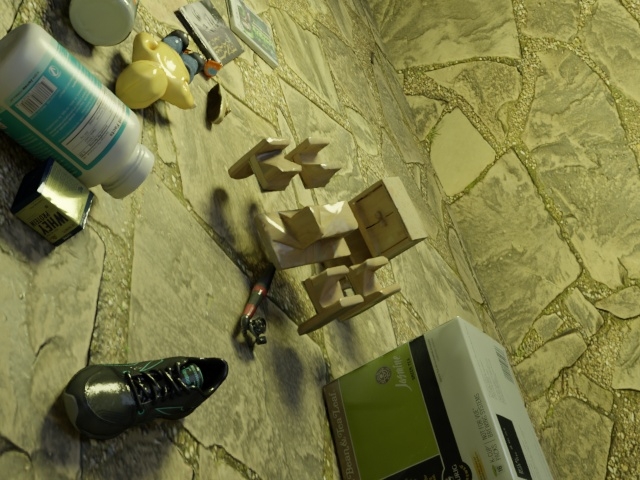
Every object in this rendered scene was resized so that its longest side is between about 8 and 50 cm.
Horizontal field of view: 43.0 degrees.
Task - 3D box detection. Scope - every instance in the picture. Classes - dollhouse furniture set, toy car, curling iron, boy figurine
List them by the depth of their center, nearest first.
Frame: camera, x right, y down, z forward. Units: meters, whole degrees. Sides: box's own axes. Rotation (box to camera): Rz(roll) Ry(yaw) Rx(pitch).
[{"bbox_3d":[-0.114,0.111,1.529,0.274,0.035,0.068,-83,160,-64],"label":"curling iron"},{"bbox_3d":[-0.305,-0.320,1.572,0.177,0.092,0.285,53,23,-18],"label":"boy figurine"},{"bbox_3d":[0.000,0.000,1.724,0.394,0.256,0.362,-10,70,-50],"label":"dollhouse furniture set"},{"bbox_3d":[-0.277,-0.398,1.829,0.122,0.060,0.041,13,94,-41],"label":"toy car"}]

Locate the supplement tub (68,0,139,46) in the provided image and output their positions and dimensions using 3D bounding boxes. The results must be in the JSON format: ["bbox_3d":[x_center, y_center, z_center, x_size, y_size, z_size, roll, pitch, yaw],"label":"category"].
[{"bbox_3d":[-0.395,-0.455,1.507,0.117,0.117,0.190,43,27,-36],"label":"supplement tub"}]

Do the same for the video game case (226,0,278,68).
[{"bbox_3d":[-0.190,-0.587,2.250,0.190,0.022,0.173,37,32,-46],"label":"video game case"}]

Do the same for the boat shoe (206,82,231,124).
[{"bbox_3d":[-0.218,-0.295,1.783,0.045,0.050,0.135,38,30,-32],"label":"boat shoe"}]

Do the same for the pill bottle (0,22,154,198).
[{"bbox_3d":[-0.366,-0.175,1.179,0.264,0.146,0.146,45,26,-35],"label":"pill bottle"}]

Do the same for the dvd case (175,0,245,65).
[{"bbox_3d":[-0.266,-0.511,1.994,0.165,0.018,0.221,55,22,-13],"label":"dvd case"}]

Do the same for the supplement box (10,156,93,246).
[{"bbox_3d":[-0.372,-0.054,1.132,0.083,0.056,0.083,45,26,-33],"label":"supplement box"}]

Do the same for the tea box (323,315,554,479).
[{"bbox_3d":[0.216,0.378,1.516,0.220,0.323,0.329,34,34,-47],"label":"tea box"}]

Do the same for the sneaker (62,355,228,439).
[{"bbox_3d":[-0.226,0.191,1.081,0.267,0.106,0.101,3,61,-63],"label":"sneaker"}]
